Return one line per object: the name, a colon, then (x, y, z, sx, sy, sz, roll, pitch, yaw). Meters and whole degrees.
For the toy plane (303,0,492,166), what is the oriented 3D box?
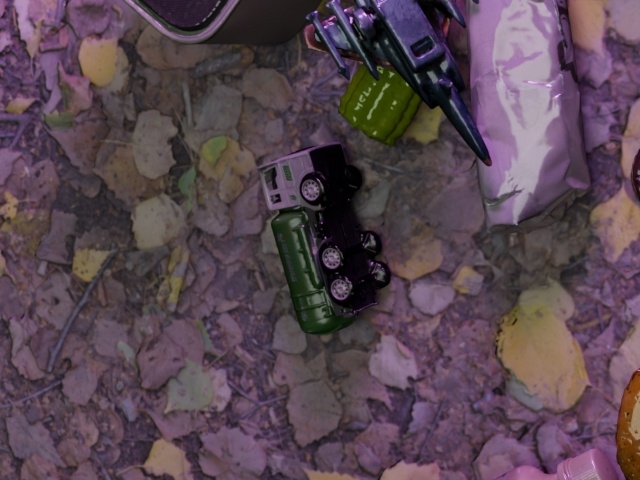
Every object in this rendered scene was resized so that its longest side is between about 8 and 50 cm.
toy plane: (0.116, -0.230, 1.797, 0.223, 0.104, 0.326, -31, 79, 0)

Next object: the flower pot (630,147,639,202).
flower pot: (0.411, -0.073, 1.782, 0.111, 0.089, 0.111, 3, 98, 23)

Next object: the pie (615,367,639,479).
pie: (0.482, 0.245, 1.800, 0.273, 0.069, 0.273, 3, 98, 22)

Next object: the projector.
projector: (-0.122, -0.393, 1.889, 0.248, 0.249, 0.248, 42, 110, 13)

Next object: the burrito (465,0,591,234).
burrito: (0.243, -0.228, 1.831, 0.139, 0.101, 0.445, -3, 94, 26)

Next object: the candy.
candy: (0.102, -0.222, 1.900, 0.097, 0.097, 0.209, 32, 101, 17)

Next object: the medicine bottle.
medicine bottle: (0.252, 0.343, 1.886, 0.252, 0.114, 0.114, -33, 83, 23)

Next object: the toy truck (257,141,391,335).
toy truck: (0.000, 0.000, 1.967, 0.125, 0.101, 0.242, -13, 94, 36)
